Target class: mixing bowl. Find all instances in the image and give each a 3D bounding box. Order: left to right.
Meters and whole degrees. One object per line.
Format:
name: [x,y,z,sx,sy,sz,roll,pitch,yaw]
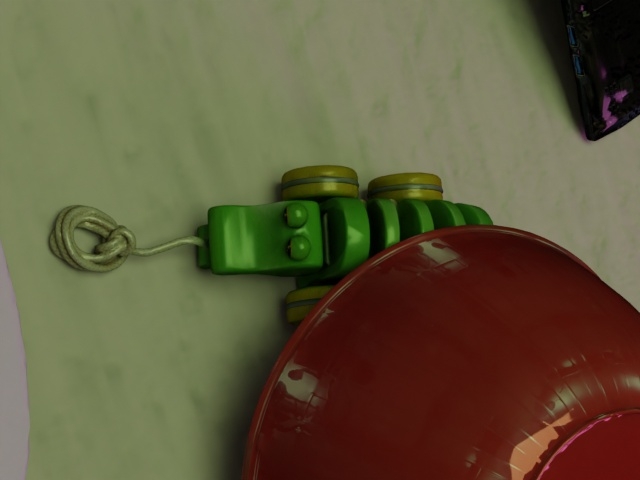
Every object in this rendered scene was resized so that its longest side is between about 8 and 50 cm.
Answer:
mixing bowl: [0.073,0.090,0.653,0.181,0.098,0.181,-5,100,-28]

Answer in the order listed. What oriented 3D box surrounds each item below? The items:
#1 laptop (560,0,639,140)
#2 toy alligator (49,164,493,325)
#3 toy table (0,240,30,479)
laptop: [0.126,-0.218,0.827,0.234,0.137,0.264,-33,123,-30]
toy alligator: [0.000,0.000,0.684,0.190,0.051,0.056,3,78,-30]
toy table: [-0.207,-0.005,0.477,0.252,0.161,0.274,-33,106,-44]
